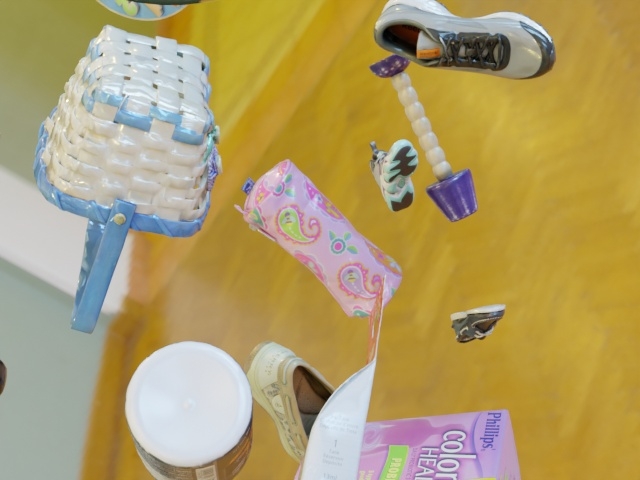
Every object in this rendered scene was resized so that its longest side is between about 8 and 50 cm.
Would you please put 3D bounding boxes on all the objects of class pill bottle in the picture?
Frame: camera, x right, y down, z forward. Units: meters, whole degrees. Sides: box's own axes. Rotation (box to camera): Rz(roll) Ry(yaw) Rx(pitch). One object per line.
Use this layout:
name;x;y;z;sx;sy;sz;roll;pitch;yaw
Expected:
pill bottle;-0.137;0.200;1.496;0.246;0.130;0.130;99;-166;-71

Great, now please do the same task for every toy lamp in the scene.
toy lamp;0.165;-0.160;2.145;0.080;0.275;0.080;-26;6;3

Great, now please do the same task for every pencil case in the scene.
pencil case;0.000;0.000;2.196;0.124;0.284;0.124;-43;17;17

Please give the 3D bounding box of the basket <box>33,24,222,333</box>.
basket;-0.222;-0.069;1.560;0.255;0.201;0.289;-98;31;-56

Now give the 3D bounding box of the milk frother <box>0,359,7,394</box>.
milk frother;-0.404;0.165;1.416;0.129;0.135;0.143;-5;51;34

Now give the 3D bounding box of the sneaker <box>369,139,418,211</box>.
sneaker;0.069;-0.083;1.432;0.098;0.038;0.069;94;153;-50

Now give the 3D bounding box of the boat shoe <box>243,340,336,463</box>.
boat shoe;-0.009;0.256;1.996;0.089;0.285;0.104;13;62;44

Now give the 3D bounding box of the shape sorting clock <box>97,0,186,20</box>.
shape sorting clock;-0.252;-0.394;1.886;0.206;0.206;0.040;-45;14;35

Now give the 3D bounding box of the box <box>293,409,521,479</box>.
box;0.097;0.302;1.590;0.243;0.117;0.213;-6;20;15

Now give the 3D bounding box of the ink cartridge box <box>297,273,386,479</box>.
ink cartridge box;0.011;0.123;0.996;0.145;0.045;0.179;98;179;-74

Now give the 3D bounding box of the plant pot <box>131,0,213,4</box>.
plant pot;-0.079;-0.245;0.770;0.290;0.290;0.195;-50;39;25

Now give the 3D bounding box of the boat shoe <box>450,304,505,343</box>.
boat shoe;0.187;0.099;1.647;0.125;0.046;0.038;152;112;-69

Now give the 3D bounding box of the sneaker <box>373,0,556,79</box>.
sneaker;0.202;-0.277;1.989;0.108;0.271;0.100;-51;-31;-50
